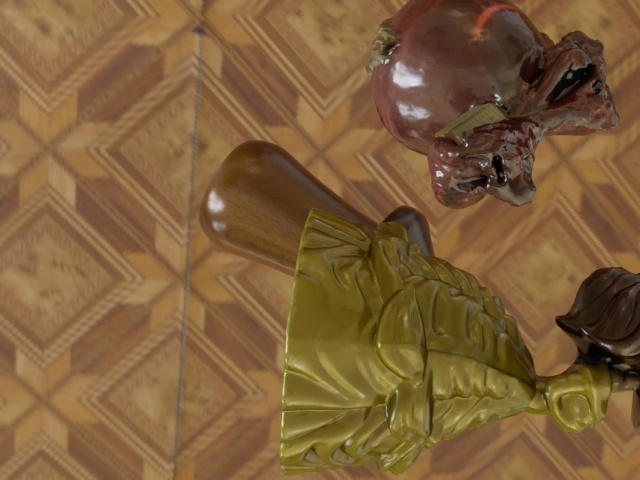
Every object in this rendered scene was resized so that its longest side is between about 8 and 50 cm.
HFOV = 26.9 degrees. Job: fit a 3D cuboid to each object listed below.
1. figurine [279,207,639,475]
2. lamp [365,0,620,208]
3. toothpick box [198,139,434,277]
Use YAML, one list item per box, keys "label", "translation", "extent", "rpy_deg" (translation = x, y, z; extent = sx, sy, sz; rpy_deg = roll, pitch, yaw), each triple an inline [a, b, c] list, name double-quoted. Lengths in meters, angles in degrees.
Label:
- label: "figurine"
  translation: [0.140, 0.078, 0.815]
  extent: [0.315, 0.168, 0.187]
  rpy_deg: [5, 141, 3]
- label: "lamp"
  translation: [0.120, -0.130, 1.103]
  extent: [0.215, 0.223, 0.151]
  rpy_deg: [-39, 116, -27]
- label: "toothpick box"
  translation: [0.000, 0.000, 1.696]
  extent: [0.294, 0.192, 0.192]
  rpy_deg: [31, 102, 13]
